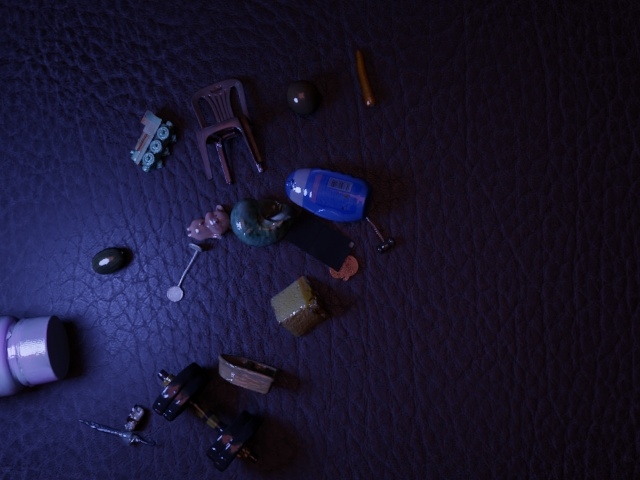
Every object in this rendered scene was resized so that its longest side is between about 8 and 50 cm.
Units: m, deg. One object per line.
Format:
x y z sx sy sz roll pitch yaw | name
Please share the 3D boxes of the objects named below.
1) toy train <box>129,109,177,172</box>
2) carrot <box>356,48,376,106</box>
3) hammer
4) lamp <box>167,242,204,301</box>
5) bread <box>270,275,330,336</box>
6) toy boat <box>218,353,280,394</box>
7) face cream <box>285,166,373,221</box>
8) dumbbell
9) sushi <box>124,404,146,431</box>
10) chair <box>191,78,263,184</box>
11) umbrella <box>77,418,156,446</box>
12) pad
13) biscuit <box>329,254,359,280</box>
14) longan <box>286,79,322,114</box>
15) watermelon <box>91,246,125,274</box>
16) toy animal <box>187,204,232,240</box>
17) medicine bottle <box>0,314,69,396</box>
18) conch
-0.527 -0.304 1.992 0.118 0.074 0.175 32 95 16 | toy train
0.134 -0.500 1.958 0.037 0.037 0.190 -14 84 4 | carrot
0.126 -0.093 1.944 0.058 0.029 0.292 -34 83 0 | hammer
-0.421 0.100 1.970 0.050 0.056 0.198 26 93 3 | lamp
-0.063 0.198 1.927 0.147 0.127 0.152 -31 52 5 | bread
-0.222 0.395 1.903 0.188 0.116 0.061 18 95 5 | toy boat
0.019 -0.142 1.916 0.264 0.083 0.149 16 96 13 | face cream
-0.331 0.516 1.871 0.388 0.185 0.185 40 91 6 | dumbbell
-0.566 0.550 1.959 0.046 0.044 0.083 25 91 7 | sushi
-0.287 -0.346 1.915 0.176 0.183 0.326 -20 86 3 | chair
-0.632 0.601 1.972 0.269 0.044 0.044 11 126 12 | umbrella
0.000 0.000 1.926 0.193 0.004 0.116 32 67 -2 | pad
0.073 0.085 1.942 0.091 0.015 0.078 -10 88 5 | biscuit
-0.046 -0.435 1.945 0.119 0.106 0.106 -4 86 -37 | longan
-0.655 0.062 1.978 0.111 0.078 0.078 -25 85 4 | watermelon
-0.340 -0.048 1.960 0.150 0.089 0.083 -19 116 1 | toy animal
-0.934 0.343 1.905 0.302 0.241 0.241 -8 86 -4 | medicine bottle
-0.185 -0.061 1.921 0.188 0.122 0.175 26 62 6 | conch
